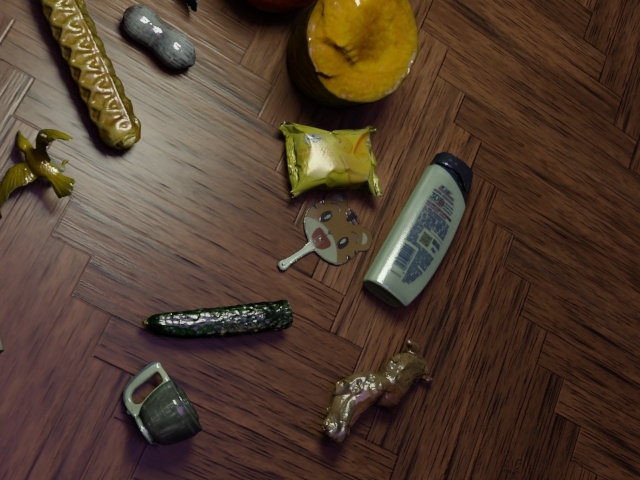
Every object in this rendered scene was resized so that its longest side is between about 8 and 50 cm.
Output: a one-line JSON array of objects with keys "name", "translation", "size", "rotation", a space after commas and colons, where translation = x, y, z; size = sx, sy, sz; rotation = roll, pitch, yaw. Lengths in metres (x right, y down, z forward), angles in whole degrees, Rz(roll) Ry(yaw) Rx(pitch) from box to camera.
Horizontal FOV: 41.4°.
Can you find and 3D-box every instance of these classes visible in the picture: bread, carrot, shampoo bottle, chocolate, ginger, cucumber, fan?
[{"name": "bread", "translation": [-0.440, -0.342, 1.608], "size": [0.077, 0.084, 0.367], "rotation": [-23, 93, 14]}, {"name": "carrot", "translation": [0.066, -0.394, 1.725], "size": [0.241, 0.340, 0.241], "rotation": [-1, 92, -14]}, {"name": "shampoo bottle", "translation": [0.228, -0.021, 1.848], "size": [0.134, 0.078, 0.359], "rotation": [38, 68, -17]}, {"name": "chocolate", "translation": [-0.317, -0.401, 1.677], "size": [0.167, 0.072, 0.072], "rotation": [39, 68, -12]}, {"name": "ginger", "translation": [0.109, 0.314, 1.745], "size": [0.290, 0.084, 0.122], "rotation": [-29, 115, -29]}, {"name": "cucumber", "translation": [-0.197, 0.158, 1.636], "size": [0.293, 0.067, 0.067], "rotation": [-4, 82, -24]}, {"name": "fan", "translation": [0.000, 0.000, 1.780], "size": [0.226, 0.008, 0.152], "rotation": [-35, 97, -26]}]

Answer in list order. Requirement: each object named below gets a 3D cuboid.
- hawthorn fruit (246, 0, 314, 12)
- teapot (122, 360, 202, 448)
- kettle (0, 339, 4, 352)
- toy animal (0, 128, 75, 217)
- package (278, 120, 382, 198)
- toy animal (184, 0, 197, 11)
[{"name": "hawthorn fruit", "translation": [-0.074, -0.588, 1.713], "size": [0.258, 0.262, 0.258], "rotation": [-1, 87, 11]}, {"name": "teapot", "translation": [-0.293, 0.309, 1.543], "size": [0.108, 0.111, 0.149], "rotation": [-32, 100, -11]}, {"name": "kettle", "translation": [-0.681, 0.068, 1.386], "size": [0.205, 0.265, 0.318], "rotation": [-12, 86, -57]}, {"name": "toy animal", "translation": [-0.511, -0.139, 1.544], "size": [0.219, 0.155, 0.095], "rotation": [-46, 134, 16]}, {"name": "package", "translation": [0.027, -0.171, 1.777], "size": [0.226, 0.090, 0.168], "rotation": [-3, 80, -22]}, {"name": "toy animal", "translation": [-0.324, -0.584, 1.706], "size": [0.239, 0.176, 0.255], "rotation": [-25, 57, -29]}]
